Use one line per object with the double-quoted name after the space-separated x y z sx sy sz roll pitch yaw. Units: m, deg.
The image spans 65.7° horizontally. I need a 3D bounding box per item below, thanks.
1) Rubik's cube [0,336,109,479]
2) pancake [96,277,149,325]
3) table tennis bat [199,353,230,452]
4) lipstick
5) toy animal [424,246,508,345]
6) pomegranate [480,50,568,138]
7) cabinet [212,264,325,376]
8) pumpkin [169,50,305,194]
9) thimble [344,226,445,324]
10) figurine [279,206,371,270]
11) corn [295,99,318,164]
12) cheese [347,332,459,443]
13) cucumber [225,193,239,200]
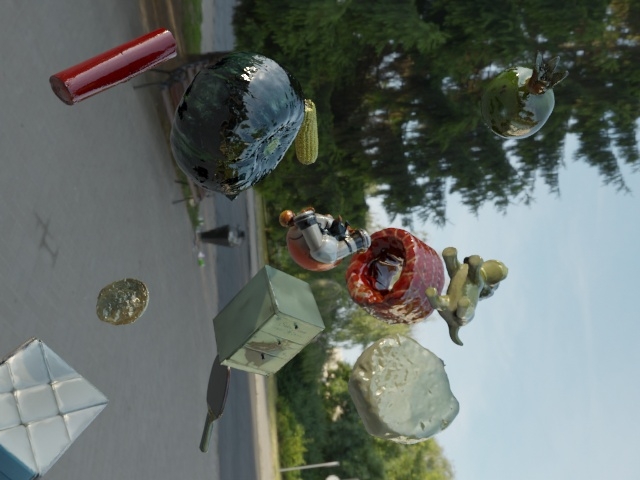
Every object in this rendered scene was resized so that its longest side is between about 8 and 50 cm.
-0.649 0.391 1.061 0.231 0.224 0.221 43 29 -6 "Rubik's cube"
-0.562 0.171 1.407 0.025 0.151 0.152 93 -9 -64 "pancake"
-0.291 0.443 1.359 0.154 0.021 0.274 14 -89 62 "table tennis bat"
-0.425 -0.366 1.038 0.279 0.073 0.073 -44 147 -35 "lipstick"
0.346 0.107 1.156 0.233 0.121 0.169 -51 130 -31 "toy animal"
0.504 -0.359 1.227 0.224 0.181 0.181 127 -42 -70 "pomegranate"
-0.125 0.195 1.153 0.145 0.206 0.150 28 26 -39 "cabinet"
-0.187 -0.254 1.061 0.315 0.238 0.315 -55 176 -5 "pumpkin"
0.282 0.138 1.886 0.230 0.350 0.350 35 32 -38 "thimble"
-0.001 0.004 1.673 0.323 0.320 0.196 156 -45 -76 "figurine"
-0.039 -0.293 1.369 0.206 0.067 0.067 90 -7 -52 "corn"
0.247 0.438 1.459 0.115 0.326 0.318 117 -2 -55 "cheese"
-0.252 -0.222 1.618 0.193 0.085 0.115 -57 -161 8 "cucumber"
